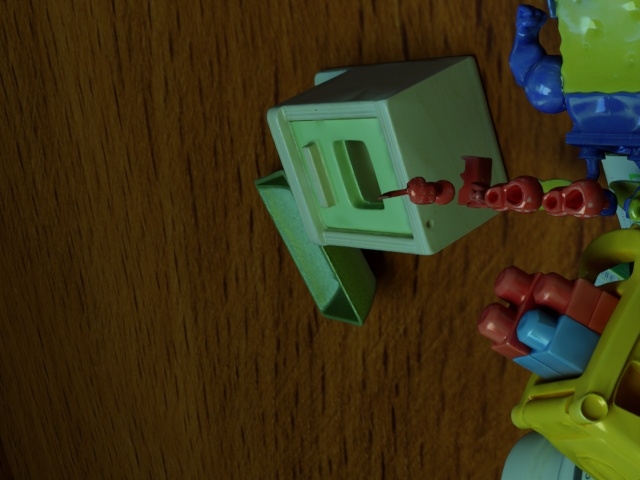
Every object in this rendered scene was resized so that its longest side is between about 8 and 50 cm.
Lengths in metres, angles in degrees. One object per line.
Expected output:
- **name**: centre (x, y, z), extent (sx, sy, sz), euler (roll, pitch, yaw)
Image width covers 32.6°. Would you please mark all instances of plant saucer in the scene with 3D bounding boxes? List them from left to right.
- **plant saucer**: centre (0.000, 0.000, 1.245), extent (0.188, 0.045, 0.188), euler (62, 168, -6)

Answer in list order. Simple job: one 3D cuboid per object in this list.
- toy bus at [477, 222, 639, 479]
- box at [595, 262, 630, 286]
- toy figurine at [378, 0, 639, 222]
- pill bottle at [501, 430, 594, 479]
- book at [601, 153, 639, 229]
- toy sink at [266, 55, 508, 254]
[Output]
- **toy bus**: centre (0.227, 0.063, 0.772), extent (0.211, 0.220, 0.149), euler (33, 163, -5)
- **box**: centre (0.274, 0.086, 0.965), extent (0.105, 0.043, 0.179), euler (39, 150, 27)
- **toy figurine**: centre (0.223, -0.121, 0.760), extent (0.362, 0.191, 0.217), euler (6, 94, 46)
- **pill bottle**: centre (0.298, 0.218, 0.906), extent (0.278, 0.162, 0.162), euler (-14, 104, 46)
- **book**: centre (0.301, -0.030, 0.867), extent (0.144, 0.035, 0.096), euler (8, 126, 49)
- **toy sink**: centre (0.046, -0.083, 1.075), extent (0.234, 0.131, 0.153), euler (8, 121, 52)
